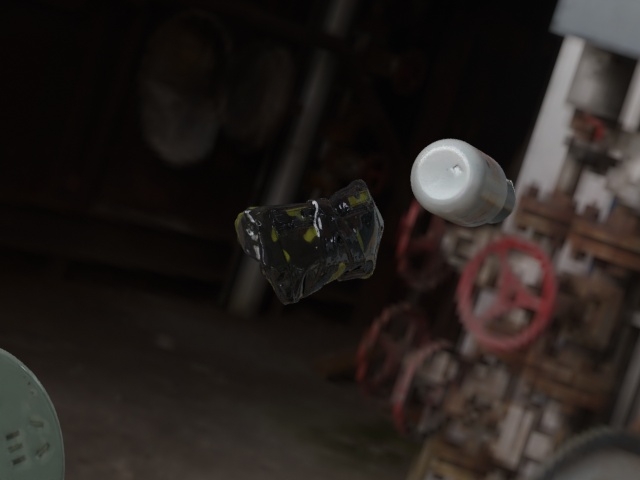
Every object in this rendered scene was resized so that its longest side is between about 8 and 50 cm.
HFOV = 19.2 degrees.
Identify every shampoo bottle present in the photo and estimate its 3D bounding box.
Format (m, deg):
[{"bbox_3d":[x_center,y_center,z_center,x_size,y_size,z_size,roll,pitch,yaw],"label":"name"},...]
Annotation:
[{"bbox_3d":[0.145,-0.048,1.818,0.074,0.074,0.192,20,-1,22],"label":"shampoo bottle"}]

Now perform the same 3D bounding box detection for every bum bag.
[{"bbox_3d":[0.000,0.000,1.934,0.060,0.107,0.232,-8,3,37],"label":"bum bag"}]

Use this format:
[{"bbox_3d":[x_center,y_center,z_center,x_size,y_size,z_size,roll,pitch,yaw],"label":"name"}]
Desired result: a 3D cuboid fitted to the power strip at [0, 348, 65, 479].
[{"bbox_3d":[-0.480,0.266,2.274,0.357,0.357,0.161,13,-7,-41],"label":"power strip"}]
